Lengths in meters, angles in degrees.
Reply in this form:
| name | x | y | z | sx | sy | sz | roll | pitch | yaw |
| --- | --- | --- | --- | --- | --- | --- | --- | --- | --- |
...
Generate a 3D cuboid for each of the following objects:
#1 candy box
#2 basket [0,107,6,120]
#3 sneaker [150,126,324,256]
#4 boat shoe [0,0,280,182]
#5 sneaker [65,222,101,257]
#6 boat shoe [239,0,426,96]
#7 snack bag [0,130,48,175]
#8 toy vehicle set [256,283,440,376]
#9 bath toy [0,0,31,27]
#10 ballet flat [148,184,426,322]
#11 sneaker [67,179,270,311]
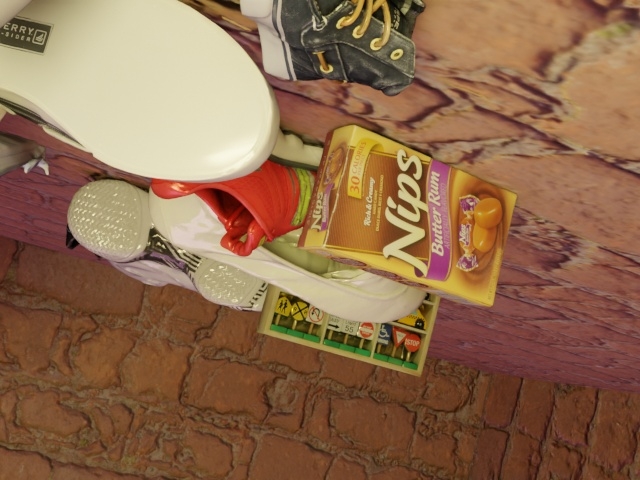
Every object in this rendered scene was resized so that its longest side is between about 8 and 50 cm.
| name | x | y | z | sx | sy | sz | roll | pitch | yaw |
| --- | --- | --- | --- | --- | --- | --- | --- | --- | --- |
| candy box | 0.081 | -0.017 | 0.726 | 0.187 | 0.109 | 0.053 | 19 | 170 | -26 |
| basket | -0.535 | -0.048 | 0.814 | 0.331 | 0.328 | 0.266 | 4 | 168 | 44 |
| sneaker | -0.049 | -0.038 | 0.769 | 0.107 | 0.118 | 0.279 | 5 | 167 | 46 |
| boat shoe | -0.152 | -0.108 | 0.553 | 0.301 | 0.108 | 0.102 | 18 | 178 | 19 |
| sneaker | -0.355 | -0.002 | 1.505 | 0.232 | 0.090 | 0.081 | 13 | 170 | 11 |
| boat shoe | 0.012 | -0.120 | 0.399 | 0.083 | 0.065 | 0.183 | 11 | 176 | 3 |
| snack bag | -0.335 | -0.110 | 0.482 | 0.343 | 0.037 | 0.323 | 22 | -178 | -15 |
| toy vehicle set | 0.050 | 0.090 | 1.213 | 0.267 | 0.165 | 0.035 | 18 | 170 | -23 |
| bath toy | -0.285 | -0.170 | 0.339 | 0.348 | 0.129 | 0.151 | 18 | 170 | -24 |
| ballet flat | 0.000 | 0.000 | 0.949 | 0.400 | 0.139 | 0.139 | 21 | 168 | -30 |
| sneaker | -0.198 | 0.017 | 1.278 | 0.366 | 0.137 | 0.210 | 20 | 171 | -2 |
